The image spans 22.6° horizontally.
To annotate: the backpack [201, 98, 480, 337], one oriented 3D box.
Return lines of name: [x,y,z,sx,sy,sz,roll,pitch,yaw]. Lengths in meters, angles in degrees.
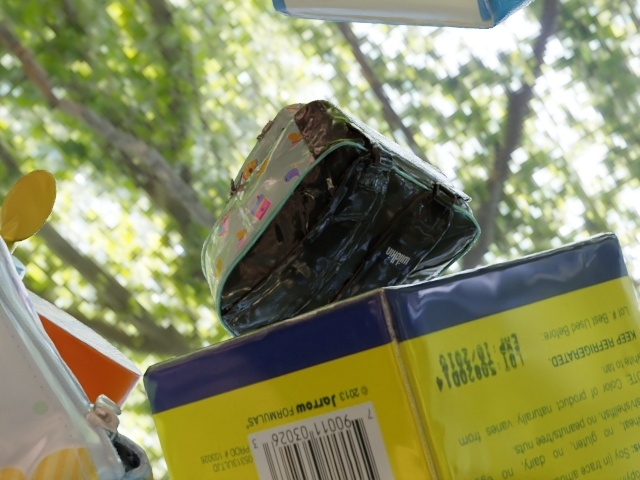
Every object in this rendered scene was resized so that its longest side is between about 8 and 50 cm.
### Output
backpack: [0.000,0.000,1.226,0.188,0.166,0.144,-55,-147,11]

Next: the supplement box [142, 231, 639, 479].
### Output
supplement box: [0.079,0.200,0.838,0.195,0.194,0.356,-21,-97,45]

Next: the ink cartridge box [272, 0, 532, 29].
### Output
ink cartridge box: [0.062,-0.172,0.502,0.086,0.148,0.203,7,-149,38]

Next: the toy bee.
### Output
toy bee: [-0.258,0.015,1.073,0.195,0.298,0.162,-37,-158,-8]

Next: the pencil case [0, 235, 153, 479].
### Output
pencil case: [-0.182,0.043,0.749,0.124,0.113,0.273,-52,-120,33]
